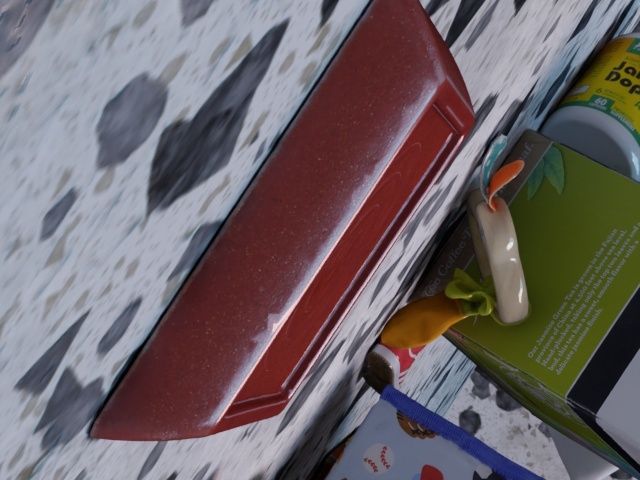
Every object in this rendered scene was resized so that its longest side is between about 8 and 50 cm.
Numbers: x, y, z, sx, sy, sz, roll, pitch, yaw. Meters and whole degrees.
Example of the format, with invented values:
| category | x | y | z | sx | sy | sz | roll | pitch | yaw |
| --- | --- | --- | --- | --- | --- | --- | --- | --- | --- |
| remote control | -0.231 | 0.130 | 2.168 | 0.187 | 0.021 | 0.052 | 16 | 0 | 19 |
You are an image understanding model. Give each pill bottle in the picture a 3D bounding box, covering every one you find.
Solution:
| category | x | y | z | sx | sy | sz | roll | pitch | yaw |
| --- | --- | --- | --- | --- | --- | --- | --- | --- | --- |
| pill bottle | 0.325 | -0.145 | 2.015 | 0.208 | 0.117 | 0.117 | -49 | 169 | -36 |

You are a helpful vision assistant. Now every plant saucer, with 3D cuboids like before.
| category | x | y | z | sx | sy | sz | roll | pitch | yaw |
| --- | --- | --- | --- | --- | --- | --- | --- | --- | --- |
| plant saucer | 0.000 | 0.000 | 0.994 | 0.259 | 0.048 | 0.258 | -57 | 172 | 3 |

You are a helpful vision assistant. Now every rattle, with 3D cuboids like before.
| category | x | y | z | sx | sy | sz | roll | pitch | yaw |
| --- | --- | --- | --- | --- | --- | --- | --- | --- | --- |
| rattle | 0.114 | 0.002 | 1.696 | 0.199 | 0.143 | 0.130 | 73 | 18 | -60 |

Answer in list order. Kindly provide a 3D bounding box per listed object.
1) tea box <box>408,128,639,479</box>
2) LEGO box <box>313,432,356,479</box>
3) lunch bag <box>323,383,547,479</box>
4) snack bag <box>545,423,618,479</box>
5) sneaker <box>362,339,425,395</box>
| category | x | y | z | sx | sy | sz | roll | pitch | yaw |
| --- | --- | --- | --- | --- | --- | --- | --- | --- | --- |
| tea box | 0.321 | 0.102 | 1.874 | 0.220 | 0.323 | 0.329 | -55 | 142 | -5 |
| LEGO box | -0.001 | 0.467 | 2.248 | 0.500 | 0.193 | 0.372 | -58 | 171 | 11 |
| lunch bag | 0.108 | 0.370 | 1.841 | 0.328 | 0.239 | 0.385 | -53 | 153 | -10 |
| snack bag | 0.360 | 0.061 | 2.106 | 0.342 | 0.323 | 0.037 | -34 | 146 | 19 |
| sneaker | 0.075 | 0.110 | 1.839 | 0.067 | 0.042 | 0.118 | -50 | 168 | -18 |
